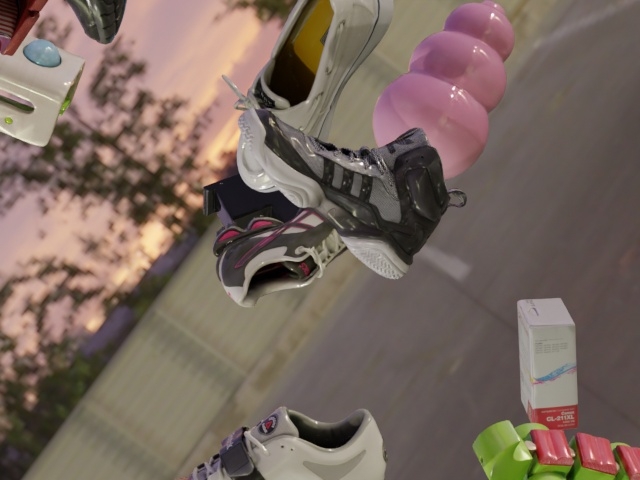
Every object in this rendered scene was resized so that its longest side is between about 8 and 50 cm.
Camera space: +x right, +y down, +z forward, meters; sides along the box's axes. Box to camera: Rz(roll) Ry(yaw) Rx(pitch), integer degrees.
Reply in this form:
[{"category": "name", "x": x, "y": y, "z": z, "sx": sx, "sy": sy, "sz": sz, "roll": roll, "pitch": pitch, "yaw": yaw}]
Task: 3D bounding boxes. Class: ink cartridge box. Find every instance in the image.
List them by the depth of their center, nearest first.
[{"category": "ink cartridge box", "x": 0.353, "y": 0.191, "z": 2.160, "sx": 0.127, "sy": 0.072, "sz": 0.175, "roll": -92, "pitch": -2, "yaw": -73}]

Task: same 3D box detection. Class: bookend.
[{"category": "bookend", "x": -0.074, "y": -0.032, "z": 2.103, "sx": 0.156, "sy": 0.157, "sz": 0.072, "roll": -22, "pitch": -30, "yaw": -18}]

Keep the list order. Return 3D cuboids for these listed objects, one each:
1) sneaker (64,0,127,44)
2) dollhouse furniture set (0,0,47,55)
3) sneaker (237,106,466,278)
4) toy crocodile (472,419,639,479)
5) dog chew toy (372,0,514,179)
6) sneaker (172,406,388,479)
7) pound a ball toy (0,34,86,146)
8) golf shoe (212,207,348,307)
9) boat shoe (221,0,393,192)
[{"category": "sneaker", "x": -0.397, "y": -0.453, "z": 2.156, "sx": 0.340, "sy": 0.140, "sz": 0.125, "roll": 75, "pitch": -159, "yaw": -43}, {"category": "dollhouse furniture set", "x": -0.435, "y": -0.412, "z": 1.638, "sx": 0.152, "sy": 0.201, "sz": 0.374, "roll": -48, "pitch": 41, "yaw": 32}, {"category": "sneaker", "x": 0.041, "y": -0.088, "z": 1.543, "sx": 0.153, "sy": 0.268, "sz": 0.101, "roll": -44, "pitch": 23, "yaw": 10}, {"category": "toy crocodile", "x": 0.347, "y": 0.295, "z": 1.774, "sx": 0.115, "sy": 0.341, "sz": 0.105, "roll": -100, "pitch": 29, "yaw": -52}, {"category": "dog chew toy", "x": 0.232, "y": -0.275, "z": 2.453, "sx": 0.331, "sy": 0.207, "sz": 0.206, "roll": -62, "pitch": 4, "yaw": -9}, {"category": "sneaker", "x": -0.081, "y": 0.276, "z": 1.733, "sx": 0.122, "sy": 0.331, "sz": 0.146, "roll": -124, "pitch": 27, "yaw": -64}, {"category": "pound a ball toy", "x": -0.507, "y": -0.295, "z": 2.045, "sx": 0.208, "sy": 0.319, "sz": 0.135, "roll": -76, "pitch": 12, "yaw": -55}, {"category": "golf shoe", "x": 0.000, "y": 0.000, "z": 1.733, "sx": 0.273, "sy": 0.105, "sz": 0.120, "roll": -27, "pitch": 37, "yaw": 5}, {"category": "boat shoe", "x": -0.048, "y": -0.194, "z": 1.807, "sx": 0.156, "sy": 0.136, "sz": 0.367, "roll": -17, "pitch": -28, "yaw": -45}]
